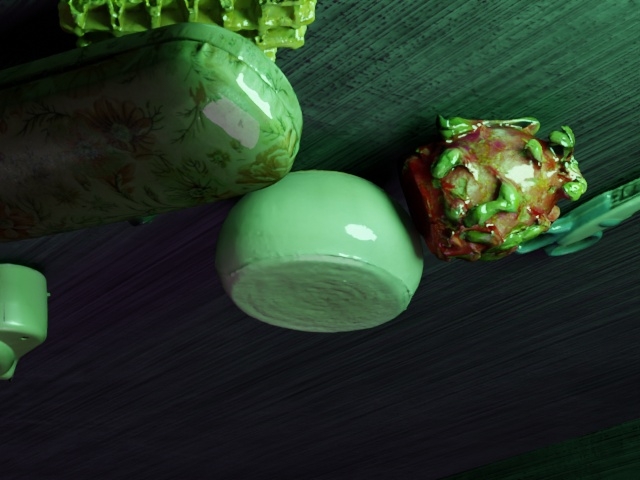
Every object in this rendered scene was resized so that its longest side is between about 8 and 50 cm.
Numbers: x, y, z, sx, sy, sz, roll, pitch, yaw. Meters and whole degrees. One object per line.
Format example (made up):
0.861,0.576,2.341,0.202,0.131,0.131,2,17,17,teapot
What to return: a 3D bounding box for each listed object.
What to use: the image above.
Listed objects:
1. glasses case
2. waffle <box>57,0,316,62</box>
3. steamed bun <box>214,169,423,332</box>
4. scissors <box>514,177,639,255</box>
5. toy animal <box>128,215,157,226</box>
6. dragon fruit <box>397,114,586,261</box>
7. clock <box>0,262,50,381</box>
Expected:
-0.210,-0.081,1.059,0.425,0.098,0.156,-9,139,31,glasses case
-0.102,-0.181,1.028,0.192,0.046,0.160,-22,146,24,waffle
0.000,0.000,1.390,0.231,0.145,0.232,3,153,2,steamed bun
0.350,-0.035,1.558,0.138,0.041,0.289,4,160,-30,scissors
-0.136,-0.090,1.177,0.225,0.094,0.121,-32,-175,42,toy animal
0.181,-0.062,1.308,0.172,0.160,0.167,-19,124,-9,dragon fruit
-0.523,0.105,1.551,0.309,0.114,0.284,12,153,-36,clock
